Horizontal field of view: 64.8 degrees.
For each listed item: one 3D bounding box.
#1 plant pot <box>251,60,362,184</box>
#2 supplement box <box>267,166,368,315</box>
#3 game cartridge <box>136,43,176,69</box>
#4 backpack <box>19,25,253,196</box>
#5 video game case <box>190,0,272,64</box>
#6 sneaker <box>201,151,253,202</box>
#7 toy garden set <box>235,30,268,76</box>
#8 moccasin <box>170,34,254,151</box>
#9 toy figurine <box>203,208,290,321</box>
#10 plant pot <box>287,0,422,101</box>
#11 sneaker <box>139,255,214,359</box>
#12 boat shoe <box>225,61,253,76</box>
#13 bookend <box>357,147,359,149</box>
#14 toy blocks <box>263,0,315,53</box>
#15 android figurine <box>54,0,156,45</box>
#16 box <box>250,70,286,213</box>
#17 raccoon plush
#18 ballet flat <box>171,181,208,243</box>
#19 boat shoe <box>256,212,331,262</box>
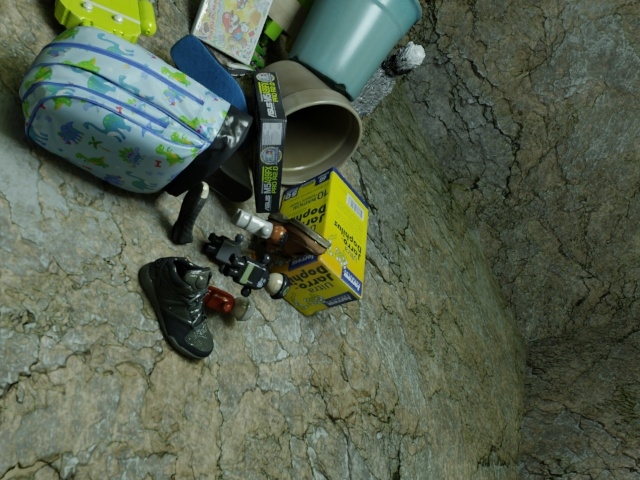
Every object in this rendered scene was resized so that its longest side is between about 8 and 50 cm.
[{"bbox_3d":[-0.078,-0.372,1.500,0.323,0.323,0.280,20,37,-51],"label":"plant pot"},{"bbox_3d":[0.000,0.000,1.436,0.195,0.194,0.356,44,37,-34],"label":"supplement box"},{"bbox_3d":[-0.396,-0.347,1.190,0.294,0.060,0.196,22,56,-50],"label":"game cartridge"},{"bbox_3d":[-0.365,-0.233,0.958,0.355,0.290,0.273,44,52,-23],"label":"backpack"},{"bbox_3d":[-0.255,-0.668,1.486,0.206,0.026,0.227,15,101,-46],"label":"video game case"},{"bbox_3d":[-0.278,-0.210,1.248,0.290,0.106,0.123,43,31,-50],"label":"sneaker"},{"bbox_3d":[-0.243,-0.670,1.640,0.204,0.049,0.244,38,41,-40],"label":"toy garden set"},{"bbox_3d":[-0.239,-0.354,1.218,0.342,0.138,0.117,64,7,19],"label":"moccasin"},{"bbox_3d":[-0.166,0.055,1.126,0.148,0.213,0.209,27,44,-29],"label":"toy figurine"},{"bbox_3d":[0.086,-0.648,1.593,0.341,0.334,0.341,31,6,-3],"label":"plant pot"},{"bbox_3d":[-0.261,0.132,1.011,0.087,0.130,0.227,-33,101,-57],"label":"sneaker"},{"bbox_3d":[-0.249,-0.519,1.544,0.046,0.038,0.125,26,22,13],"label":"boat shoe"},{"bbox_3d":[0.025,-0.349,1.743,0.072,0.157,0.156,-33,100,-59],"label":"bookend"},{"bbox_3d":[-0.155,-0.799,1.717,0.381,0.191,0.261,26,17,-48],"label":"toy blocks"},{"bbox_3d":[-0.483,-0.516,1.098,0.248,0.056,0.273,12,47,-37],"label":"android figurine"},{"bbox_3d":[-0.132,-0.234,1.220,0.060,0.270,0.216,-2,46,-12],"label":"box"},{"bbox_3d":[0.141,-0.522,1.790,0.216,0.446,0.299,29,78,-14],"label":"raccoon plush"},{"bbox_3d":[-0.274,-0.060,1.084,0.049,0.173,0.057,7,45,-34],"label":"ballet flat"},{"bbox_3d":[-0.072,0.007,1.244,0.111,0.307,0.104,39,83,-23],"label":"boat shoe"}]
